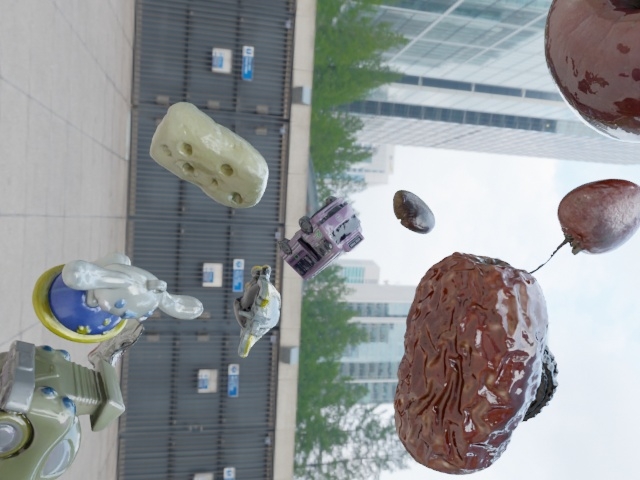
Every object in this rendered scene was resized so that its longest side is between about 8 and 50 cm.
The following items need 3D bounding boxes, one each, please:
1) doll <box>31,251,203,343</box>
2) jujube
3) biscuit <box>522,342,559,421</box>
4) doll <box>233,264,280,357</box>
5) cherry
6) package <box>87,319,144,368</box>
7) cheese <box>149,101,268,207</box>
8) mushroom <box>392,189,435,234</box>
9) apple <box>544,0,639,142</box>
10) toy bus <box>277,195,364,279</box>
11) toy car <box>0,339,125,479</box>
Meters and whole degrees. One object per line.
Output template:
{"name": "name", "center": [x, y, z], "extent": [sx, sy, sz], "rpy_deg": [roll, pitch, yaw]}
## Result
{"name": "doll", "center": [-0.392, 0.102, 1.016], "extent": [0.243, 0.311, 0.159], "rpy_deg": [-40, -130, 27]}
{"name": "jujube", "center": [0.116, 0.098, 0.410], "extent": [0.109, 0.112, 0.176], "rpy_deg": [16, -78, 32]}
{"name": "biscuit", "center": [0.261, 0.208, 0.791], "extent": [0.053, 0.195, 0.194], "rpy_deg": [-70, 171, -61]}
{"name": "doll", "center": [-0.149, 0.148, 1.205], "extent": [0.145, 0.103, 0.316], "rpy_deg": [-44, -163, 5]}
{"name": "cherry", "center": [0.345, -0.013, 0.727], "extent": [0.226, 0.107, 0.090], "rpy_deg": [-30, -138, 21]}
{"name": "package", "center": [-0.515, 0.261, 1.308], "extent": [0.166, 0.040, 0.232], "rpy_deg": [-52, -155, -17]}
{"name": "cheese", "center": [-0.234, -0.169, 1.120], "extent": [0.159, 0.263, 0.093], "rpy_deg": [-39, -154, 46]}
{"name": "mushroom", "center": [0.216, -0.068, 1.194], "extent": [0.052, 0.123, 0.123], "rpy_deg": [-42, -141, 32]}
{"name": "apple", "center": [0.479, -0.292, 0.743], "extent": [0.306, 0.235, 0.305], "rpy_deg": [-15, -117, 33]}
{"name": "toy bus", "center": [0.000, 0.000, 1.029], "extent": [0.108, 0.096, 0.199], "rpy_deg": [50, -32, 2]}
{"name": "toy car", "center": [-0.545, 0.380, 0.960], "extent": [0.242, 0.226, 0.335], "rpy_deg": [32, -83, 56]}
